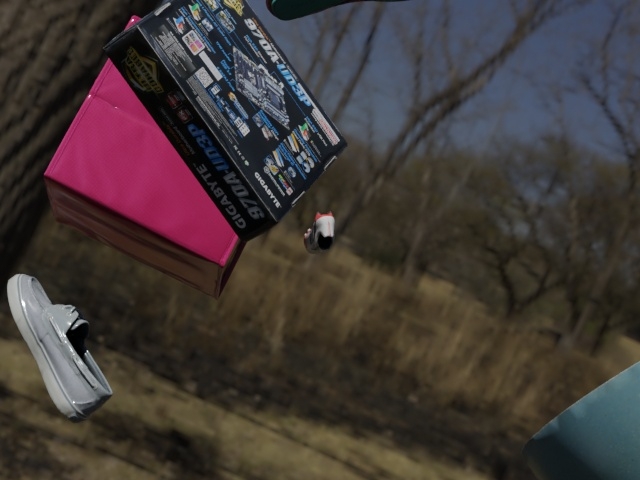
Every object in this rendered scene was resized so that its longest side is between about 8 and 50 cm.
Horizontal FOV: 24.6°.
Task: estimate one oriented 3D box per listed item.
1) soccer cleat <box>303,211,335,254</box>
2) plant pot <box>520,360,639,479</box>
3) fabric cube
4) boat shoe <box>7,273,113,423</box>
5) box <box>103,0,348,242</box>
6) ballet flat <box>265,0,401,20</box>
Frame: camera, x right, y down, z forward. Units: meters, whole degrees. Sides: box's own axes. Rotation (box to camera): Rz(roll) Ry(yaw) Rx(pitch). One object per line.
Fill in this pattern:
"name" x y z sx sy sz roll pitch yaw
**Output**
"soccer cleat" 0.000 0.000 1.599 0.029 0.035 0.083 -2 -28 -14
"plant pot" 0.352 0.201 1.298 0.195 0.290 0.290 61 14 18
"fabric cube" -0.194 -0.105 1.980 0.258 0.259 0.254 26 -15 1
"boat shoe" -0.338 0.130 1.933 0.227 0.081 0.079 60 7 23
"box" -0.082 -0.131 1.370 0.220 0.051 0.175 54 35 -11
"ballet flat" 0.040 -0.319 1.744 0.221 0.079 0.077 -10 -36 16
